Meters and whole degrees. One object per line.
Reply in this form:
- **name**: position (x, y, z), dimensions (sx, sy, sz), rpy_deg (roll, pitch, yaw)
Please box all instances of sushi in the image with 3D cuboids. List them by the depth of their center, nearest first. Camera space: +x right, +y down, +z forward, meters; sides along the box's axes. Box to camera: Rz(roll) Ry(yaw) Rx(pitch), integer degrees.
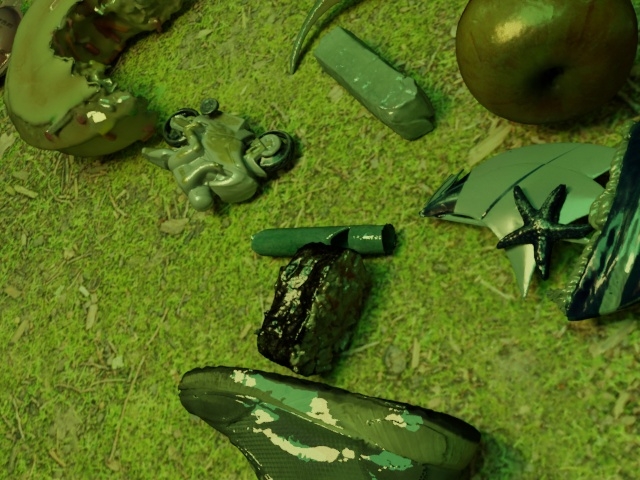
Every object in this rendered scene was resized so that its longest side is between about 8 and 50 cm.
- **sushi**: position (-0.005, 0.076, 0.898), dimensions (0.078, 0.090, 0.150), rpy_deg (17, 77, 42)

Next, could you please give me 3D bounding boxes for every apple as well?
- **apple**: position (0.233, -0.210, 0.839), dimensions (0.182, 0.182, 0.155), rpy_deg (-16, 43, 25)

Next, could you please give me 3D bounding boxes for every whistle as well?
- **whistle**: position (0.000, 0.000, 0.966), dimensions (0.186, 0.039, 0.039), rpy_deg (-1, 66, 32)

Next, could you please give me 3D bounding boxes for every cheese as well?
- **cheese**: position (-0.644, -0.337, 1.529), dimensions (0.189, 0.074, 0.285), rpy_deg (11, 76, 36)

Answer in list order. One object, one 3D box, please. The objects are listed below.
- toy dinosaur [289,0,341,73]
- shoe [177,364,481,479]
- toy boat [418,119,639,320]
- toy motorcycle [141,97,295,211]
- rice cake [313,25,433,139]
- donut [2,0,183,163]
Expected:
- **toy dinosaur**: position (0.072, -0.398, 1.099), dimensions (0.393, 0.092, 0.205), rpy_deg (-49, 55, -1)
- **shoe**: position (-0.012, 0.230, 0.813), dimensions (0.337, 0.132, 0.171), rpy_deg (7, 80, 32)
- **toy boat**: position (0.231, -0.014, 0.811), dimensions (0.292, 0.070, 0.210), rpy_deg (-13, 56, 31)
- **toy motorcycle**: position (-0.148, -0.109, 1.095), dimensions (0.229, 0.074, 0.151), rpy_deg (18, 72, 28)
- **rice cake**: position (0.064, -0.203, 1.010), dimensions (0.063, 0.069, 0.206), rpy_deg (-45, 52, 5)
- **donut**: position (-0.360, -0.288, 1.272), dimensions (0.307, 0.150, 0.371), rpy_deg (-9, 62, 29)
